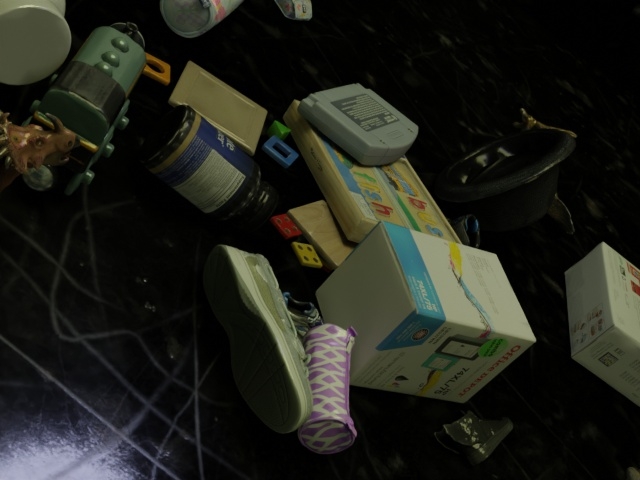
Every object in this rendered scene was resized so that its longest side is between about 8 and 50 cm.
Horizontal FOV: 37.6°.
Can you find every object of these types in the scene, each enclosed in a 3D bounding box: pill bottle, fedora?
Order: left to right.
[{"bbox_3d":[-0.510,-0.397,1.453,0.188,0.188,0.334,2,43,-45],"label":"pill bottle"},{"bbox_3d":[-0.177,-0.110,1.534,0.219,0.123,0.122,39,30,-29],"label":"pill bottle"},{"bbox_3d":[0.426,-0.122,2.106,0.152,0.334,0.334,69,26,-21],"label":"fedora"}]

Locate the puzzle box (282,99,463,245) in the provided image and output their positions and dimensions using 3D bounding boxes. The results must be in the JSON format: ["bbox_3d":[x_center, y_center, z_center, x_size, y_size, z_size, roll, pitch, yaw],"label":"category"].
[{"bbox_3d":[0.104,-0.113,1.854,0.272,0.052,0.409,16,31,-35],"label":"puzzle box"}]

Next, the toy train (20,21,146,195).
[{"bbox_3d":[-0.353,-0.208,1.419,0.142,0.190,0.334,33,34,-14],"label":"toy train"}]

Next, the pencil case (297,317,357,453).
[{"bbox_3d":[0.013,0.216,1.395,0.206,0.088,0.086,-87,157,-48],"label":"pencil case"}]

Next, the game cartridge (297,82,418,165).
[{"bbox_3d":[0.091,-0.239,1.935,0.198,0.062,0.297,43,26,9],"label":"game cartridge"}]

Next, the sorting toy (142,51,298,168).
[{"bbox_3d":[-0.196,-0.242,1.759,0.348,0.047,0.196,32,29,-15],"label":"sorting toy"}]

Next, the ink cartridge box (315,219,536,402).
[{"bbox_3d":[0.173,0.125,1.567,0.270,0.198,0.197,15,41,-34],"label":"ink cartridge box"}]

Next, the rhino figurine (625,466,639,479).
[{"bbox_3d":[0.567,0.485,1.670,0.106,0.073,0.243,39,31,3],"label":"rhino figurine"}]

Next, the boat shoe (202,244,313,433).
[{"bbox_3d":[-0.077,0.136,1.376,0.103,0.118,0.320,5,40,-37],"label":"boat shoe"}]

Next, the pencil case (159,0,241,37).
[{"bbox_3d":[-0.239,-0.520,1.974,0.124,0.113,0.273,58,28,-16],"label":"pencil case"}]

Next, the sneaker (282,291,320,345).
[{"bbox_3d":[-0.022,0.131,1.488,0.135,0.058,0.052,35,33,-12],"label":"sneaker"}]

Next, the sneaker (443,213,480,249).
[{"bbox_3d":[0.263,-0.033,1.916,0.079,0.121,0.216,14,42,-37],"label":"sneaker"}]

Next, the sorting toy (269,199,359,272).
[{"bbox_3d":[0.000,0.000,1.665,0.132,0.046,0.274,48,27,11],"label":"sorting toy"}]

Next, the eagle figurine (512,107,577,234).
[{"bbox_3d":[0.524,-0.172,2.334,0.226,0.225,0.298,4,69,13],"label":"eagle figurine"}]

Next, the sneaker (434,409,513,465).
[{"bbox_3d":[0.258,0.313,1.569,0.089,0.051,0.170,51,37,7],"label":"sneaker"}]

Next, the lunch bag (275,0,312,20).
[{"bbox_3d":[-0.061,-0.571,2.278,0.071,0.053,0.083,-15,71,-51],"label":"lunch bag"}]

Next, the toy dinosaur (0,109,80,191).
[{"bbox_3d":[-0.453,-0.074,1.149,0.127,0.200,0.296,43,33,2],"label":"toy dinosaur"}]

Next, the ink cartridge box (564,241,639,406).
[{"bbox_3d":[0.688,0.198,2.078,0.272,0.130,0.309,35,33,-12],"label":"ink cartridge box"}]
